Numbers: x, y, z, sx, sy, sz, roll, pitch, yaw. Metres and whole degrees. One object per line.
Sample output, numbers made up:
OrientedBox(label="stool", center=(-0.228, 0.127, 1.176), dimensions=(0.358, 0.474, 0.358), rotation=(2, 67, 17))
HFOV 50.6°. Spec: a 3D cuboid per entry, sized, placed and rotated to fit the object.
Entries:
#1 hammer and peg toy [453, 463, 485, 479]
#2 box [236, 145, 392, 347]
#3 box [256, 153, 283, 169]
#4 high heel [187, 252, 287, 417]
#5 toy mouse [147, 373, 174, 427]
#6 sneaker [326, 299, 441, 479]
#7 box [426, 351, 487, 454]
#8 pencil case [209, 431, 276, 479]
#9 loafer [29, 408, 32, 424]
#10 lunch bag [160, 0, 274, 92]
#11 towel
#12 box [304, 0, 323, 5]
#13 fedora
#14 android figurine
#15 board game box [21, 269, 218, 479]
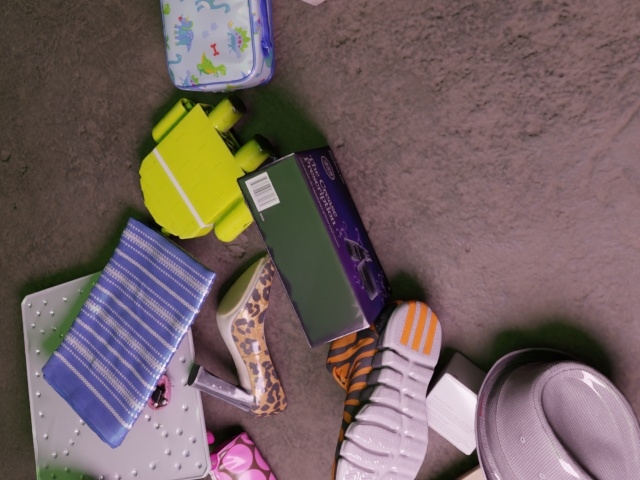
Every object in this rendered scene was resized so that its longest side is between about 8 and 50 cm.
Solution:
OrientedBox(label="hammer and peg toy", center=(0.253, 0.497, 1.032), dimensions=(0.361, 0.127, 0.266), rotation=(-43, 83, 22))
OrientedBox(label="box", center=(0.000, 0.000, 1.012), dimensions=(0.103, 0.184, 0.261), rotation=(-23, 94, 17))
OrientedBox(label="box", center=(-0.067, -0.104, 1.122), dimensions=(0.083, 0.018, 0.067), rotation=(22, 106, 17))
OrientedBox(label="high heel", center=(-0.092, 0.167, 1.168), dimensions=(0.186, 0.093, 0.261), rotation=(31, 81, -27))
OrientedBox(label="toy mouse", center=(-0.285, 0.231, 1.148), dimensions=(0.143, 0.031, 0.161), rotation=(-50, 64, 13))
OrientedBox(label="sneaker", center=(0.072, 0.247, 1.014), dimensions=(0.125, 0.321, 0.180), rotation=(31, 157, -19))
OrientedBox(label="box", center=(0.213, 0.242, 1.019), dimensions=(0.102, 0.101, 0.087), rotation=(36, 110, 11))
OrientedBox(label="pencil case", center=(-0.122, 0.450, 1.193), dimensions=(0.095, 0.098, 0.209), rotation=(-39, 83, 34))
OrientedBox(label="loafer", center=(-0.538, 0.342, 1.369), dimensions=(0.148, 0.056, 0.050), rotation=(-13, 100, 24))
OrientedBox(label="lunch bag", center=(-0.160, -0.349, 1.082), dimensions=(0.176, 0.090, 0.219), rotation=(-2, 98, 24))
OrientedBox(label="towel", center=(-0.335, 0.148, 1.154), dimensions=(0.243, 0.040, 0.336), rotation=(31, 92, 35))
OrientedBox(label="box", center=(-0.057, -0.496, 1.005), dimensions=(0.094, 0.113, 0.275), rotation=(-31, 87, 23))
OrientedBox(label="fedora", center=(0.337, 0.267, 0.895), dimensions=(0.244, 0.124, 0.275), rotation=(-15, 74, -19))
OrientedBox(label="android figurine", center=(-0.204, -0.113, 1.149), dimensions=(0.273, 0.056, 0.248), rotation=(-41, 78, 27))
OrientedBox(label="board game box", center=(-0.376, 0.250, 1.239), dimensions=(0.390, 0.050, 0.389), rotation=(-17, 76, 24))
